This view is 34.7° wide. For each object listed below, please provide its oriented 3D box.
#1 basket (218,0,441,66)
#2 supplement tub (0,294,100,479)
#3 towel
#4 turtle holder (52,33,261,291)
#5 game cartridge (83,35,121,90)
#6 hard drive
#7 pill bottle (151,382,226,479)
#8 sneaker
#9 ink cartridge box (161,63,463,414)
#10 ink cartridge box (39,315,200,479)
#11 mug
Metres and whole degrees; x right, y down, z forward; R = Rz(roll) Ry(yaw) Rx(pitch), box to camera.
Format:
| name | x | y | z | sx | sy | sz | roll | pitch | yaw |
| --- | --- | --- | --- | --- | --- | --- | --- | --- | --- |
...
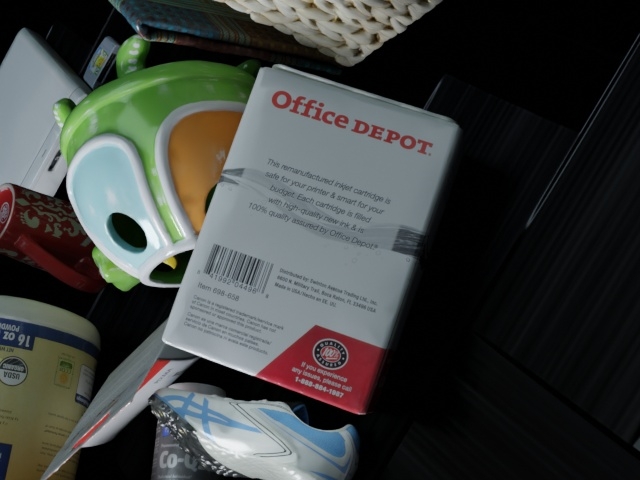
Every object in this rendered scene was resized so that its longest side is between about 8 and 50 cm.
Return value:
| name | x | y | z | sx | sy | sz | roll | pitch | yaw |
| --- | --- | --- | --- | --- | --- | --- | --- | --- | --- |
| basket | -0.006 | -0.409 | 1.078 | 0.266 | 0.328 | 0.331 | -38 | 47 | 36 |
| supplement tub | -0.412 | 0.243 | 1.279 | 0.228 | 0.228 | 0.316 | -14 | 62 | 44 |
| towel | -0.159 | -0.302 | 1.241 | 0.370 | 0.272 | 0.040 | 51 | 128 | 46 |
| turtle holder | -0.190 | -0.062 | 1.173 | 0.320 | 0.243 | 0.227 | -23 | 70 | 23 |
| game cartridge | -0.349 | -0.284 | 1.636 | 0.083 | 0.017 | 0.056 | -58 | 36 | 9 |
| hard drive | -0.493 | -0.202 | 1.733 | 0.233 | 0.047 | 0.353 | -58 | 40 | 10 |
| pill bottle | -0.139 | 0.227 | 1.100 | 0.078 | 0.078 | 0.137 | -19 | 58 | 42 |
| sneaker | -0.067 | 0.189 | 1.011 | 0.237 | 0.085 | 0.086 | 14 | 50 | 30 |
| ink cartridge box | 0.000 | 0.000 | 0.956 | 0.197 | 0.114 | 0.272 | 19 | 86 | 10 |
| ink cartridge box | -0.205 | 0.175 | 1.135 | 0.181 | 0.056 | 0.224 | -43 | 13 | 25 |
| mug | -0.354 | -0.006 | 1.383 | 0.150 | 0.169 | 0.113 | 15 | 83 | 51 |
